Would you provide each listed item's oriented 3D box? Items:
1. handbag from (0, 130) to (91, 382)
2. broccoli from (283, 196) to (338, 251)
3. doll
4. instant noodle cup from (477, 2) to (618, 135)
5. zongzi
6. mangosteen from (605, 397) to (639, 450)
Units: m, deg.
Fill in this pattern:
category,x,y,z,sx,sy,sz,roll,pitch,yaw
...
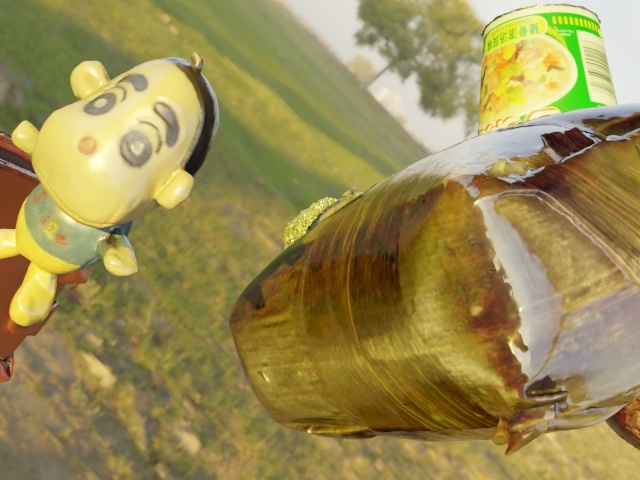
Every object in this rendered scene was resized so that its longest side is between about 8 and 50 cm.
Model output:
category,x,y,z,sx,sy,sz,roll,pitch,yaw
handbag,-0.307,0.027,0.881,0.084,0.260,0.275,42,4,24
broccoli,0.000,0.000,1.378,0.092,0.097,0.095,23,-17,-19
doll,-0.118,-0.029,0.573,0.102,0.179,0.089,48,18,11
instant noodle cup,0.273,-0.150,1.342,0.207,0.207,0.233,31,56,-67
zongzi,0.170,0.007,0.875,0.403,0.432,0.208,-23,-88,58
mangosteen,0.382,0.067,1.137,0.313,0.297,0.297,59,7,0
